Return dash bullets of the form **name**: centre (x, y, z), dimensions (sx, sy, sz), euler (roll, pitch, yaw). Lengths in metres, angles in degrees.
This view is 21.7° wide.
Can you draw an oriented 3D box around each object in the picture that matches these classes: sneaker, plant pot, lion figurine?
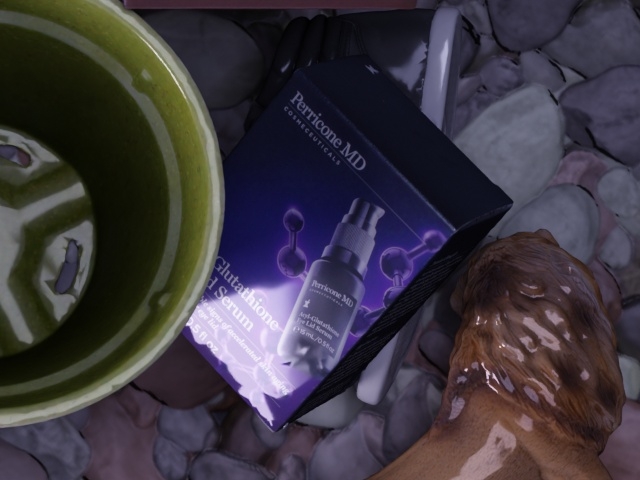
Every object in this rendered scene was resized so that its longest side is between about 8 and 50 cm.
- **sneaker**: centre (0.014, -0.033, 1.236), dimensions (0.147, 0.104, 0.295), euler (9, 96, 11)
- **plant pot**: centre (-0.221, -0.015, 1.088), dimensions (0.276, 0.254, 0.276), euler (2, 83, -14)
- **lion figurine**: centre (0.088, 0.187, 1.188), dimensions (0.392, 0.142, 0.240), euler (-41, 106, -21)

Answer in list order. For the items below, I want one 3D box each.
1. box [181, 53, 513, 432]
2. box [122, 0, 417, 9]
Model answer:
- **box**: centre (0.000, 0.000, 1.132), dimensions (0.153, 0.108, 0.207), euler (45, 117, 12)
- **box**: centre (-0.058, -0.305, 1.115), dimensions (0.191, 0.381, 0.143), euler (-1, 127, -13)
